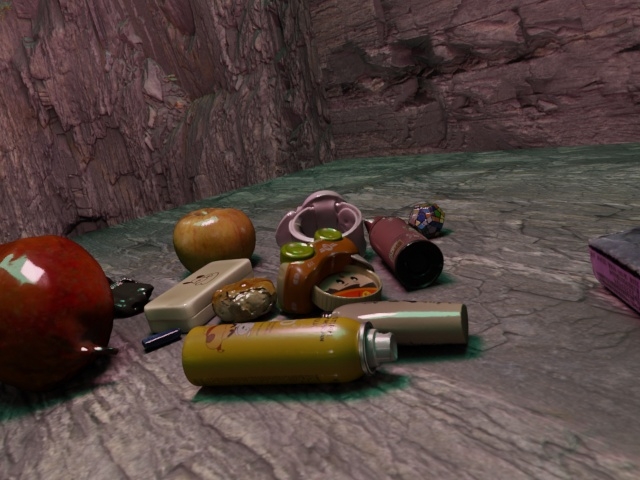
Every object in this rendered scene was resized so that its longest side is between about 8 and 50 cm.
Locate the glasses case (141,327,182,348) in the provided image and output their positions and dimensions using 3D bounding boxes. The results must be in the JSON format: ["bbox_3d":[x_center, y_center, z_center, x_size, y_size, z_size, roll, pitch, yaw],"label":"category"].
[{"bbox_3d":[-0.340,0.212,1.122,0.083,0.023,0.033,-18,11,-29],"label":"glasses case"}]

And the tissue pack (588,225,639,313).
[{"bbox_3d":[0.606,0.058,0.783,0.259,0.122,0.361,-13,16,8],"label":"tissue pack"}]

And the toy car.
[{"bbox_3d":[0.036,0.089,1.132,0.235,0.145,0.235,4,26,-2],"label":"toy car"}]

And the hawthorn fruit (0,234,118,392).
[{"bbox_3d":[-0.570,0.153,1.061,0.308,0.324,0.308,-25,-22,-11],"label":"hawthorn fruit"}]

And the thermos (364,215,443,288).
[{"bbox_3d":[0.201,0.007,1.276,0.136,0.109,0.330,-6,16,-7],"label":"thermos"}]

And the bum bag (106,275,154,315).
[{"bbox_3d":[-0.578,0.146,1.446,0.326,0.079,0.142,0,22,35],"label":"bum bag"}]

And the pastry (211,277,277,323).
[{"bbox_3d":[-0.168,0.133,1.178,0.153,0.081,0.153,-16,5,2],"label":"pastry"}]

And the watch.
[{"bbox_3d":[0.000,0.000,1.442,0.244,0.196,0.231,-14,36,-3],"label":"watch"}]

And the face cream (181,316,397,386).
[{"bbox_3d":[-0.050,0.182,0.851,0.349,0.105,0.105,-6,16,19],"label":"face cream"}]

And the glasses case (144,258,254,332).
[{"bbox_3d":[-0.288,0.130,1.297,0.131,0.070,0.313,-6,16,23],"label":"glasses case"}]

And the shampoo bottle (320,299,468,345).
[{"bbox_3d":[0.120,0.143,0.903,0.257,0.078,0.127,-5,-4,23],"label":"shampoo bottle"}]

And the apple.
[{"bbox_3d":[-0.313,0.001,1.561,0.261,0.194,0.261,-9,14,2],"label":"apple"}]

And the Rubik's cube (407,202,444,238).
[{"bbox_3d":[0.302,-0.058,1.498,0.093,0.111,0.111,15,18,3],"label":"Rubik's cube"}]
